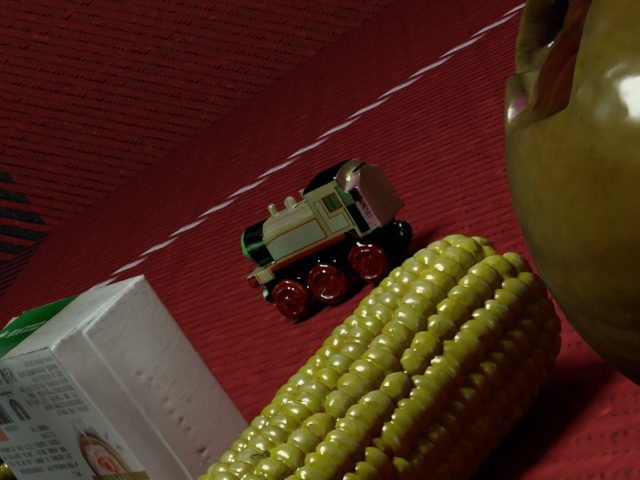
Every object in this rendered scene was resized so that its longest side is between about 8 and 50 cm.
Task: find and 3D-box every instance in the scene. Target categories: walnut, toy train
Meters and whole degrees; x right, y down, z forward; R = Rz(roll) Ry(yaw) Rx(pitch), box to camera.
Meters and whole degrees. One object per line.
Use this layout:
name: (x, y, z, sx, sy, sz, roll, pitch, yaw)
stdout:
walnut: (0.173, -0.039, 0.643, 0.203, 0.203, 0.298, -31, 10, 18)
toy train: (0.000, 0.000, 1.215, 0.138, 0.087, 0.050, -26, 11, 34)

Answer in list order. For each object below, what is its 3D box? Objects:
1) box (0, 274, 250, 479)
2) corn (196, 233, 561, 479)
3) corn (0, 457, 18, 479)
box: (-0.140, 0.107, 1.053, 0.081, 0.135, 0.199, -41, 14, -29)
corn: (0.017, 0.096, 0.756, 0.244, 0.093, 0.093, -45, 15, -27)
corn: (-0.197, 0.147, 1.194, 0.231, 0.080, 0.080, -33, 11, 6)
